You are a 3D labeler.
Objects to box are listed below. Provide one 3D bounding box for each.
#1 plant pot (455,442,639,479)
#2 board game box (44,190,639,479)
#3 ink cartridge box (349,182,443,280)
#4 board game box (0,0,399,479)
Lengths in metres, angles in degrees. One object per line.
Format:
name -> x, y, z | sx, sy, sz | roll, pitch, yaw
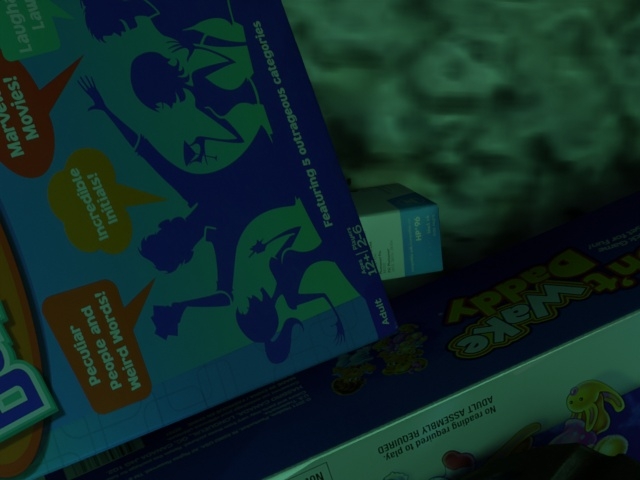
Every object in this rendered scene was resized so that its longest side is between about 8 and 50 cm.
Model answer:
plant pot -> 0.095, 0.166, 0.538 | 0.167, 0.167, 0.165 | -37, 111, -6
board game box -> 0.095, 0.122, 0.647 | 0.347, 0.078, 0.233 | -24, 118, -10
ink cartridge box -> 0.000, 0.000, 0.633 | 0.083, 0.048, 0.028 | -9, 104, -15
board game box -> -0.088, -0.011, 0.517 | 0.210, 0.047, 0.160 | -20, 89, -38
